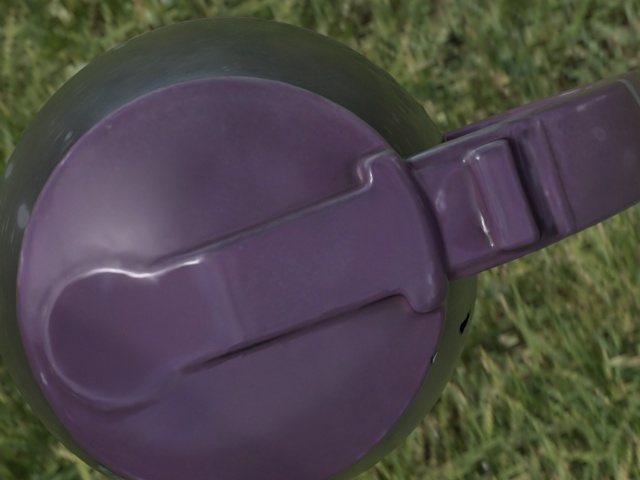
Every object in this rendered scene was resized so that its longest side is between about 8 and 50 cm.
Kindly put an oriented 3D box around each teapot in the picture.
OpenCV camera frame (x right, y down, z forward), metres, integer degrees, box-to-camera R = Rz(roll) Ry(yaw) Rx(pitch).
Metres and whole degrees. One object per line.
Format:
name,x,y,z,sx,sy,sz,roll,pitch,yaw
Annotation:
teapot,-0.003,0.009,0.387,0.148,0.146,0.116,10,93,-3
